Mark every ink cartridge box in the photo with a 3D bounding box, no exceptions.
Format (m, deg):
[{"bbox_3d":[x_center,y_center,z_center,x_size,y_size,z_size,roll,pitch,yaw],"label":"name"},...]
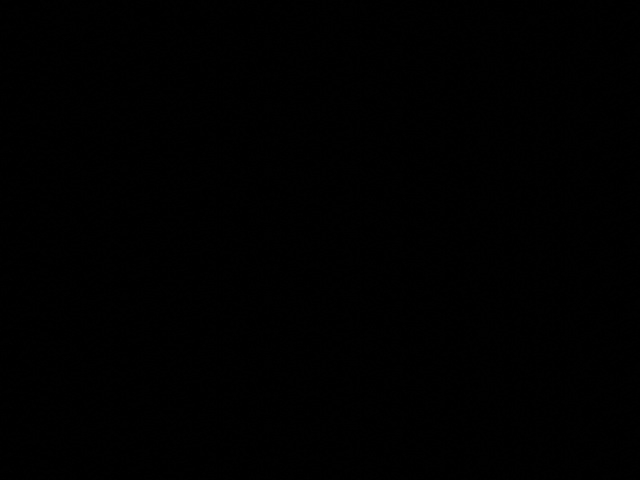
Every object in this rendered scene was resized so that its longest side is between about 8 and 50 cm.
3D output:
[{"bbox_3d":[0.000,0.000,0.195,0.279,0.160,0.385,11,1,-19],"label":"ink cartridge box"}]
